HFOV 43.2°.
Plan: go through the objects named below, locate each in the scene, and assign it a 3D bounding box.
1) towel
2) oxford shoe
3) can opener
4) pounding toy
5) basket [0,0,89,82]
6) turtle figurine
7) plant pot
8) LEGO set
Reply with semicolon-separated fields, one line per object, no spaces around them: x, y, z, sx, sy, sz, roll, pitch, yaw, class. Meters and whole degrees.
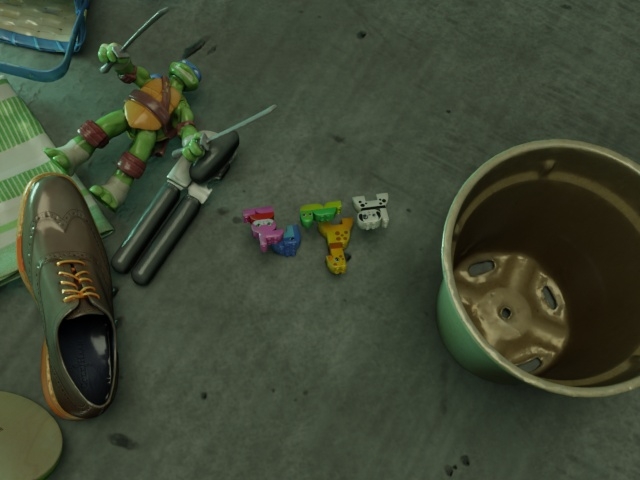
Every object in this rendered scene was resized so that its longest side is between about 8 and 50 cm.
-0.508;-0.092;1.232;0.248;0.038;0.324;-30;76;-31;towel
-0.342;0.069;1.143;0.130;0.133;0.363;-10;83;-32;oxford shoe
-0.226;-0.062;1.256;0.074;0.093;0.280;31;77;5;can opener
-0.478;0.306;1.091;0.237;0.110;0.183;1;33;-41;pounding toy
-0.494;-0.378;1.273;0.255;0.201;0.288;10;61;-3;basket
-0.267;-0.187;1.192;0.266;0.275;0.198;-51;126;-12;turtle figurine
0.303;0.071;1.139;0.334;0.305;0.333;1;72;-4;plant pot
0.000;0.000;1.249;0.227;0.087;0.093;-8;57;-7;LEGO set
